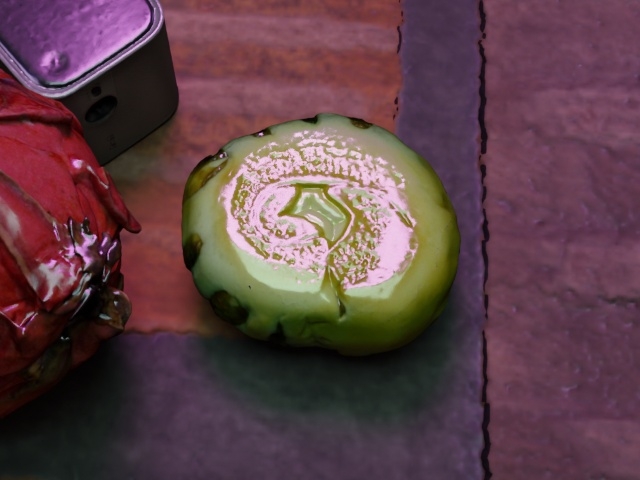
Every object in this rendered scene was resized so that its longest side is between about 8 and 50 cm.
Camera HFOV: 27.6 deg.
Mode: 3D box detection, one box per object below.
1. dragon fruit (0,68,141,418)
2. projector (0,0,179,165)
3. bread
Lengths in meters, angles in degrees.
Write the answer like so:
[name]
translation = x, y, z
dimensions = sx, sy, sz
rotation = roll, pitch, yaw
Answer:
[dragon fruit]
translation = -0.180, -0.002, 0.603
dimensions = 0.172, 0.172, 0.209
rotation = -37, 56, -16
[projector]
translation = -0.129, -0.099, 0.697
dimensions = 0.083, 0.082, 0.083
rotation = -38, 71, -15
[bread]
translation = 0.000, 0.000, 0.658
dimensions = 0.139, 0.071, 0.130
rotation = -10, 68, -7
